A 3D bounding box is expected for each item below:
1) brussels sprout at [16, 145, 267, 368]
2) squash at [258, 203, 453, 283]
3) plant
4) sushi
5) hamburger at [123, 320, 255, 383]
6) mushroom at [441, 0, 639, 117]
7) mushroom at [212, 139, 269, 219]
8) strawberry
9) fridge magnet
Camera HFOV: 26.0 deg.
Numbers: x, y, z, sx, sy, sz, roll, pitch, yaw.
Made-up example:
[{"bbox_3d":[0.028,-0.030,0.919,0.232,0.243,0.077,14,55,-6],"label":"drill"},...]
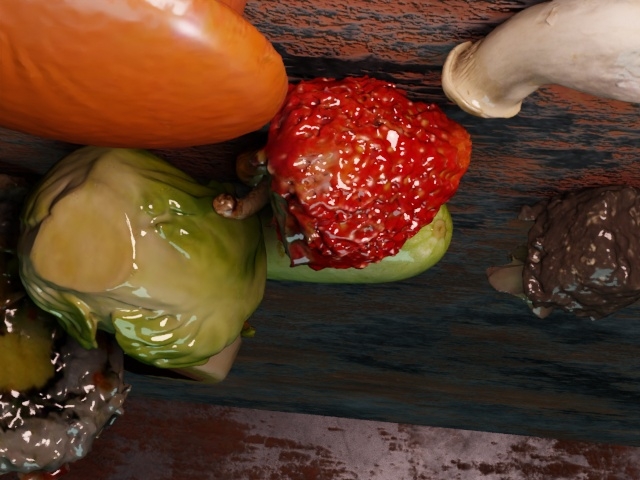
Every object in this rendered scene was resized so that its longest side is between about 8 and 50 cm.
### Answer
[{"bbox_3d":[-0.195,0.015,1.500,0.259,0.227,0.294,14,179,20],"label":"brussels sprout"},{"bbox_3d":[0.002,-0.007,1.583,0.118,0.118,0.370,19,164,-39],"label":"squash"},{"bbox_3d":[0.284,0.018,1.510,0.142,0.131,0.203,15,153,-32],"label":"plant"},{"bbox_3d":[-0.395,0.107,1.638,0.417,0.417,0.176,15,156,-28],"label":"sushi"},{"bbox_3d":[-0.238,0.099,1.965,0.302,0.170,0.302,11,165,3],"label":"hamburger"},{"bbox_3d":[0.184,-0.143,1.064,0.223,0.081,0.092,-5,141,45],"label":"mushroom"},{"bbox_3d":[-0.060,-0.067,1.439,0.088,0.073,0.129,6,-158,43],"label":"mushroom"},{"bbox_3d":[0.039,-0.061,1.259,0.201,0.187,0.184,-9,-160,-2],"label":"strawberry"},{"bbox_3d":[-0.196,-0.160,0.966,0.364,0.155,0.363,14,168,3],"label":"fridge magnet"}]
